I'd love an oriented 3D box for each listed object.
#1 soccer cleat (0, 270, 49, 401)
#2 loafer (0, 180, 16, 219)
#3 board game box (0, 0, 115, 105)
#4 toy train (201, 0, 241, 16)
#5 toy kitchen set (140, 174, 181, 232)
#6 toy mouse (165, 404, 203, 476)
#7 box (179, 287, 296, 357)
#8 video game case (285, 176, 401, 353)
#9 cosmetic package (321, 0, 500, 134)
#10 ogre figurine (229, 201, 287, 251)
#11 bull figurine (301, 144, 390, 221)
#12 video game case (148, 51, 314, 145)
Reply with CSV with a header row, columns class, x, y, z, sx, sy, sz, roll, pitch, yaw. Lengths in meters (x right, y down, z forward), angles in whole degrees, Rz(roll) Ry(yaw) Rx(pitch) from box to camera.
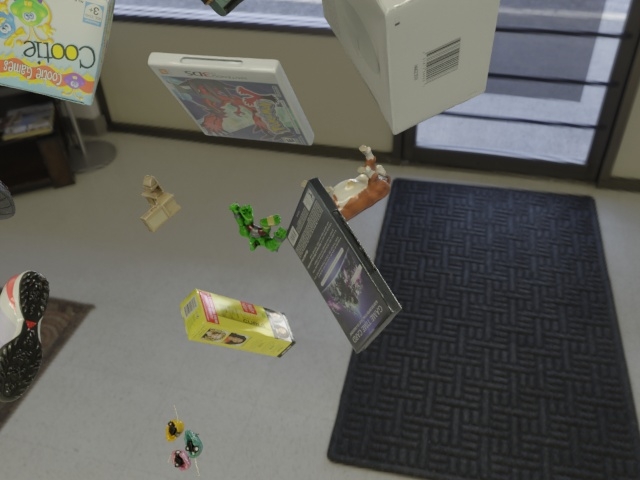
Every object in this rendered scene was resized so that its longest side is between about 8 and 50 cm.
class,x,y,z,sx,sy,sz,roll,pitch,yaw
soccer cleat,-0.738,0.231,1.494,0.117,0.109,0.318,-16,61,29
loafer,-0.845,-0.151,1.526,0.109,0.302,0.095,-15,67,-3
board game box,-0.377,-0.319,0.887,0.144,0.142,0.275,10,28,-21
toy train,-0.228,-0.769,1.680,0.334,0.190,0.142,-46,23,-6
toy kitchen set,-0.323,-0.071,1.154,0.083,0.068,0.075,14,52,40
toy mouse,-0.300,0.472,1.403,0.031,0.161,0.143,-10,42,-47
box,-0.157,0.165,1.212,0.232,0.058,0.087,22,32,-42
video game case,0.030,0.049,1.110,0.026,0.196,0.274,-23,69,-27
cosmetic package,0.092,-0.292,0.729,0.138,0.224,0.224,-26,67,-2
ogre figurine,-0.186,-0.033,1.859,0.197,0.118,0.096,12,49,5
bull figurine,0.051,-0.103,1.612,0.310,0.188,0.101,-37,54,-14
video game case,-0.119,-0.196,0.885,0.184,0.201,0.023,8,74,16
